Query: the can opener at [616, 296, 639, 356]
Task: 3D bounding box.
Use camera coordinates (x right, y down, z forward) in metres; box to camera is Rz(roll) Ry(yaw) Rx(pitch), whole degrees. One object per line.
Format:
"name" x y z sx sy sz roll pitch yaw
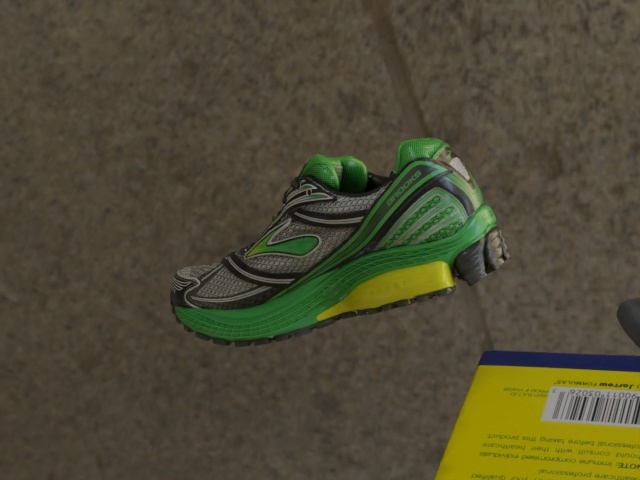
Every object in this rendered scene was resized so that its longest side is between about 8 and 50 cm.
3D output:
"can opener" 0.403 0.145 1.166 0.280 0.093 0.074 33 118 36

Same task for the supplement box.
"supplement box" 0.194 0.276 0.990 0.195 0.356 0.194 0 126 26

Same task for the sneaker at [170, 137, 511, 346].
"sneaker" 0.000 0.000 1.113 0.343 0.134 0.146 -19 93 31
